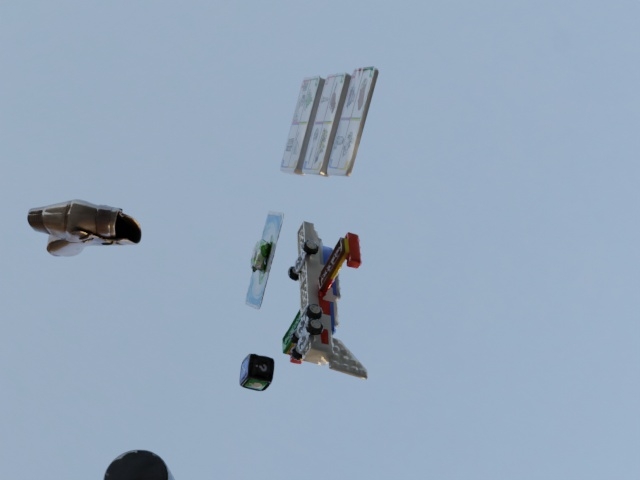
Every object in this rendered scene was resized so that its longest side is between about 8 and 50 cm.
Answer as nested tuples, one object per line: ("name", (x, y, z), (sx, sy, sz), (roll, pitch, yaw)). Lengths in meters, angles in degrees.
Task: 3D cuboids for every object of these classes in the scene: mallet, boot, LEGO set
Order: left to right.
("boot", (-0.197, -0.007, 1.229), (0.087, 0.118, 0.042), (3, -101, 14))
("mallet", (-0.025, 0.145, 0.745), (0.190, 0.062, 0.039), (3, -126, 17))
("LEGO set", (0.000, 0.000, 1.033), (0.060, 0.182, 0.244), (15, -91, -17))
